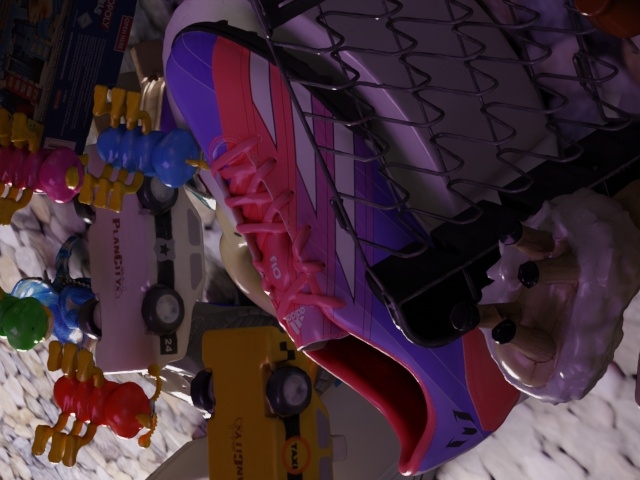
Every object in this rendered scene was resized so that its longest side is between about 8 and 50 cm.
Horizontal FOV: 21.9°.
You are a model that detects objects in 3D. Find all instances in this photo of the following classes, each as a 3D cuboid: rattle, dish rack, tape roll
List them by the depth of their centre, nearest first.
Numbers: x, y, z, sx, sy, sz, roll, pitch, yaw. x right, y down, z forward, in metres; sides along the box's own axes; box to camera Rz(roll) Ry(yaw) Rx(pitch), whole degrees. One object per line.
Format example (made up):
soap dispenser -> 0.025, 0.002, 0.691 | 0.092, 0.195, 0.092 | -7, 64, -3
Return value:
dish rack -> 0.076, -0.102, 0.924 | 0.074, 0.208, 0.272 | 29, 147, 60
tape roll -> 0.024, -0.072, 1.132 | 0.286, 0.100, 0.286 | 35, 148, 26
rattle -> -0.067, 0.025, 1.315 | 0.200, 0.143, 0.130 | 47, 158, -22

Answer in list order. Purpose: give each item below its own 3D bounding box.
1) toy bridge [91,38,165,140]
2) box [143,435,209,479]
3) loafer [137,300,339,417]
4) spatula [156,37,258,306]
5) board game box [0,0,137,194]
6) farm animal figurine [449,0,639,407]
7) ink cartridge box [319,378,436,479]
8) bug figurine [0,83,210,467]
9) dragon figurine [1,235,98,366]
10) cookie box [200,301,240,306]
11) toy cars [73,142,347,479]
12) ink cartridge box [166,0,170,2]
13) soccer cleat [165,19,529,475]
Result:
toy bridge -> -0.157, -0.110, 1.390 | 0.188, 0.026, 0.063 | -33, 75, 66
box -> -0.087, 0.262, 1.701 | 0.113, 0.094, 0.275 | 53, 152, -5
loafer -> -0.076, 0.110, 1.461 | 0.251, 0.094, 0.087 | 16, 151, 38
spatula -> -0.082, -0.034, 1.404 | 0.084, 0.030, 0.296 | 20, 140, 40
board game box -> -0.237, -0.154, 1.372 | 0.194, 0.060, 0.194 | 29, 107, 51
farm animal figurine -> 0.255, -0.032, 0.761 | 0.330, 0.172, 0.327 | 25, 102, 38
ink cartridge box -> 0.032, 0.191, 1.387 | 0.086, 0.148, 0.203 | 37, 150, 18
bug figurine -> -0.185, 0.016, 1.238 | 0.216, 0.072, 0.279 | 18, 100, 31
dragon figurine -> -0.264, 0.055, 1.715 | 0.144, 0.085, 0.289 | 45, 153, 9
cookie box -> -0.076, 0.113, 1.562 | 0.092, 0.040, 0.107 | 1, 126, 54
toy cars -> -0.081, 0.083, 1.266 | 0.394, 0.087, 0.176 | 55, 127, 32
ink cartridge box -> -0.133, -0.291, 1.108 | 0.223, 0.045, 0.224 | 60, 151, 4
soccer cleat -> 0.000, 0.000, 1.023 | 0.318, 0.116, 0.108 | 48, 152, 3
